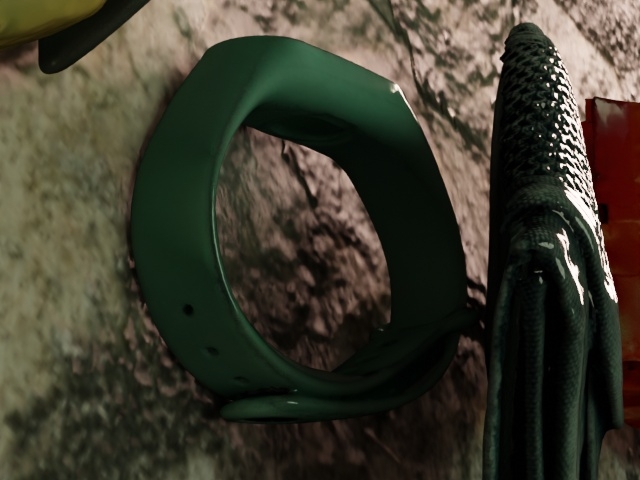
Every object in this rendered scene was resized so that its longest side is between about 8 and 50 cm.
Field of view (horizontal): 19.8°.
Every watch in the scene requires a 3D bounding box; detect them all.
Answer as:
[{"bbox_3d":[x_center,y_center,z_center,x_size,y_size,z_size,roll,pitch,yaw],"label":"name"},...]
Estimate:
[{"bbox_3d":[0.000,0.000,0.942,0.237,0.068,0.195,17,66,-54],"label":"watch"}]

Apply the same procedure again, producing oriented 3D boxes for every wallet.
[{"bbox_3d":[0.120,0.038,0.969,0.342,0.075,0.237,-75,163,-67],"label":"wallet"}]

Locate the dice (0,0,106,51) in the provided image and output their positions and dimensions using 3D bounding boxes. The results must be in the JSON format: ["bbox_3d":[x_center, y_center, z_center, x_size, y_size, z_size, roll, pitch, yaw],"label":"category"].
[{"bbox_3d":[-0.176,-0.130,0.613,0.169,0.169,0.166,-29,105,-57],"label":"dice"}]

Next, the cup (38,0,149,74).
[{"bbox_3d":[-0.097,-0.191,0.780,0.150,0.199,0.199,46,40,-14],"label":"cup"}]

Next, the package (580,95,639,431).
[{"bbox_3d":[0.277,0.061,1.272,0.423,0.123,0.196,43,42,-55],"label":"package"}]
